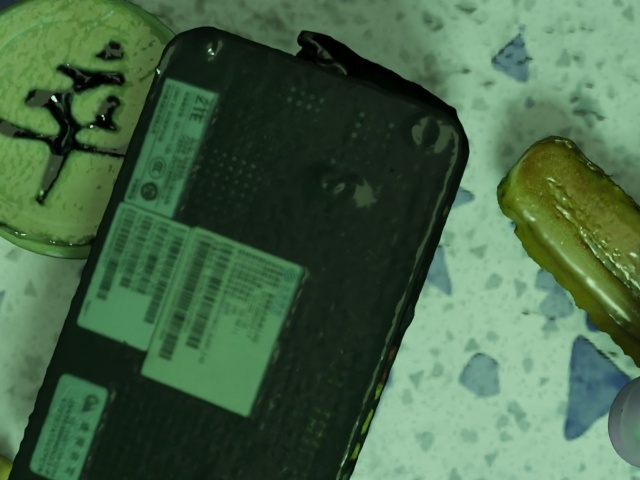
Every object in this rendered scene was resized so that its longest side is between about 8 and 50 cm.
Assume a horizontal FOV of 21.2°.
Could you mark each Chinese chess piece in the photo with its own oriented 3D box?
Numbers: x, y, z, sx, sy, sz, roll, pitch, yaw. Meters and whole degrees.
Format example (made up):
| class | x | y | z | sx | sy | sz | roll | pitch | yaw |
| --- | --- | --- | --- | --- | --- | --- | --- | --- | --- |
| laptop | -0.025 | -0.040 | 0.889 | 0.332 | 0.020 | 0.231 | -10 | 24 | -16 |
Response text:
| class | x | y | z | sx | sy | sz | roll | pitch | yaw |
| --- | --- | --- | --- | --- | --- | --- | --- | --- | --- |
| Chinese chess piece | -0.170 | -0.081 | 1.189 | 0.188 | 0.083 | 0.189 | 0 | 88 | 2 |

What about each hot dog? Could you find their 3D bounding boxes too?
| class | x | y | z | sx | sy | sz | roll | pitch | yaw |
| --- | --- | --- | --- | --- | --- | --- | --- | --- | --- |
| hot dog | 0.235 | 0.047 | 1.197 | 0.083 | 0.068 | 0.289 | -43 | 93 | -8 |

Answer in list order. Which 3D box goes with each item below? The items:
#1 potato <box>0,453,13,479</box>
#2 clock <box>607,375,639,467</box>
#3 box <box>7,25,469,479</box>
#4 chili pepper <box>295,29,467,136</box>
| class | x | y | z | sx | sy | sz | roll | pitch | yaw |
| --- | --- | --- | --- | --- | --- | --- | --- | --- | --- |
| potato | -0.245 | 0.188 | 1.193 | 0.068 | 0.062 | 0.083 | 39 | 66 | -14 |
| clock | 0.315 | 0.087 | 1.130 | 0.227 | 0.090 | 0.248 | 42 | 69 | -12 |
| box | -0.054 | 0.054 | 1.101 | 0.211 | 0.058 | 0.350 | 20 | 92 | 14 |
| chili pepper | -0.003 | 0.003 | 1.185 | 0.148 | 0.116 | 0.265 | 21 | 88 | -12 |
